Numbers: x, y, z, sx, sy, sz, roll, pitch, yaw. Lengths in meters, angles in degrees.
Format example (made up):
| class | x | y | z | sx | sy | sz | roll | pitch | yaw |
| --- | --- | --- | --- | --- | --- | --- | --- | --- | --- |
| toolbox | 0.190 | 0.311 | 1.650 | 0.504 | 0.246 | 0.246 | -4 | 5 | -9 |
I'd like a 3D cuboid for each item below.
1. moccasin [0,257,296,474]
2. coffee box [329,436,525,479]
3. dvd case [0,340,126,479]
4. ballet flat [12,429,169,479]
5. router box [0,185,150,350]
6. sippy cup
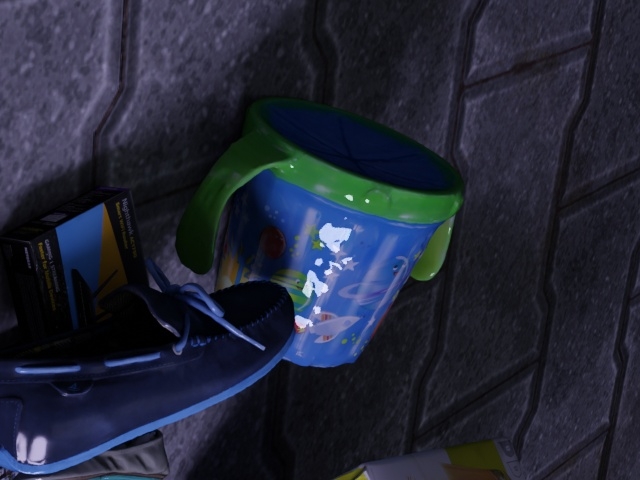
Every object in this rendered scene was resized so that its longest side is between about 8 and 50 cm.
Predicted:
| class | x | y | z | sx | sy | sz | roll | pitch | yaw |
| --- | --- | --- | --- | --- | --- | --- | --- | --- | --- |
| moccasin | -0.147 | 0.092 | 1.460 | 0.342 | 0.138 | 0.116 | -28 | 115 | -46 |
| coffee box | 0.053 | 0.436 | 1.784 | 0.334 | 0.338 | 0.337 | 3 | 63 | -59 |
| dvd case | -0.268 | 0.172 | 1.552 | 0.253 | 0.022 | 0.180 | -24 | 126 | -50 |
| ballet flat | -0.220 | 0.203 | 1.574 | 0.213 | 0.072 | 0.068 | 11 | 70 | -60 |
| router box | -0.215 | 0.055 | 1.515 | 0.133 | 0.046 | 0.178 | -33 | 122 | -46 |
| sippy cup | 0.000 | 0.000 | 1.704 | 0.240 | 0.306 | 0.224 | -105 | -145 | -69 |
